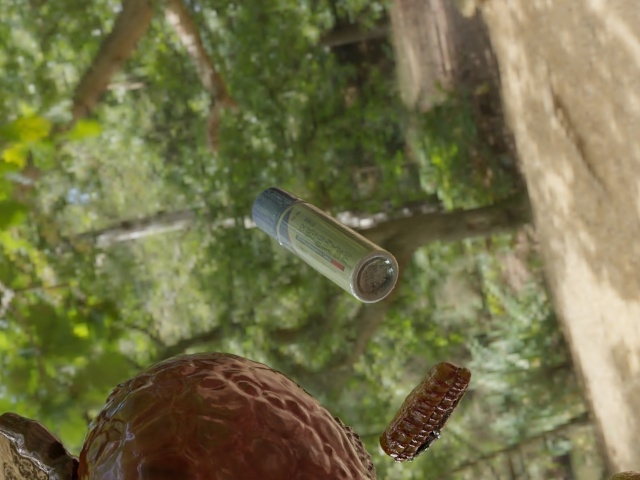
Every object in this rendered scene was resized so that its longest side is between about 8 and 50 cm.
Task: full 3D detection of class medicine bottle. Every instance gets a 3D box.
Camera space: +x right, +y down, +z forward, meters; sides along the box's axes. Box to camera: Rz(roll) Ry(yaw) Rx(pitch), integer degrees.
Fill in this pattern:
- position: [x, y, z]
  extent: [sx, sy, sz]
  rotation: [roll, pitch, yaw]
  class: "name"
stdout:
- position: [0.000, 0.000, 1.303]
  extent: [0.231, 0.059, 0.059]
  rotation: [33, 141, 54]
  class: "medicine bottle"

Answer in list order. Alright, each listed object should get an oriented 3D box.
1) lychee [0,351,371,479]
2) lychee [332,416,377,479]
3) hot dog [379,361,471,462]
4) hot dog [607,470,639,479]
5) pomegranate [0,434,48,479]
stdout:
- position: [-0.084, 0.200, 0.803]
  extent: [0.255, 0.300, 0.255]
  rotation: [-166, 90, -82]
  class: "lychee"
- position: [-0.044, 0.328, 1.479]
  extent: [0.260, 0.261, 0.260]
  rotation: [-10, -90, -87]
  class: "lychee"
- position: [0.124, 0.199, 1.379]
  extent: [0.062, 0.144, 0.038]
  rotation: [27, -161, -26]
  class: "hot dog"
- position: [0.359, 0.354, 1.161]
  extent: [0.061, 0.088, 0.285]
  rotation: [-48, 58, 38]
  class: "hot dog"
- position: [-0.337, 0.297, 1.039]
  extent: [0.358, 0.216, 0.309]
  rotation: [62, -177, -41]
  class: "pomegranate"
